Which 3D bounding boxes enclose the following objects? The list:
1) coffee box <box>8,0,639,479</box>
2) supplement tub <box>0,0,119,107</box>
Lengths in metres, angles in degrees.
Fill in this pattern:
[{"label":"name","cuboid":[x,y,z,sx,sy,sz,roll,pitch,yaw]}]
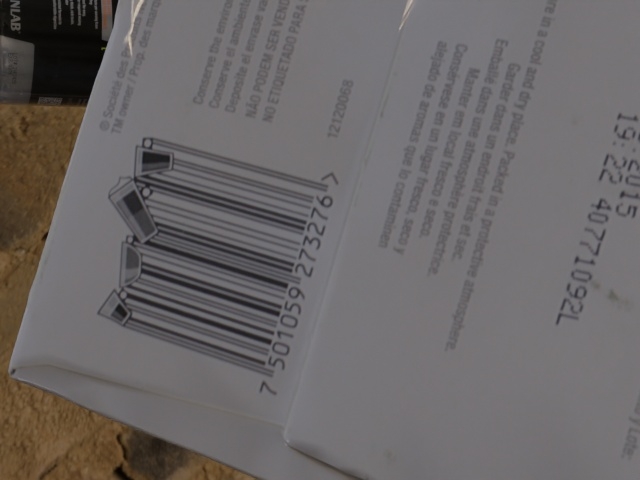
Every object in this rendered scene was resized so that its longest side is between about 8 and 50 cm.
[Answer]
[{"label":"coffee box","cuboid":[0.088,-0.030,0.489,0.338,0.334,0.337,17,-91,14]},{"label":"supplement tub","cuboid":[-0.264,-0.265,1.009,0.316,0.193,0.193,-2,-78,-26]}]
